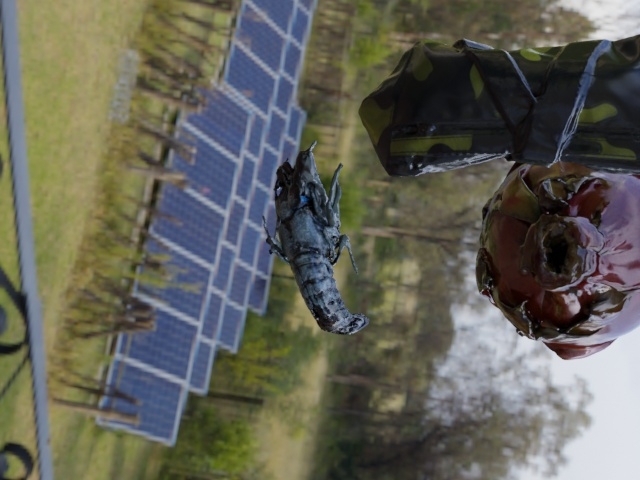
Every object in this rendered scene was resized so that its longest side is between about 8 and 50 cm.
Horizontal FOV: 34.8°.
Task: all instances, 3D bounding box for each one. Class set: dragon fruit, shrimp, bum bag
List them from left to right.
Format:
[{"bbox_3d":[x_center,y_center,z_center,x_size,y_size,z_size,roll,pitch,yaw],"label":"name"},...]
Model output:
[{"bbox_3d":[-0.002,0.002,0.904,0.076,0.082,0.174,-13,86,-63],"label":"shrimp"},{"bbox_3d":[0.141,-0.089,0.695,0.060,0.233,0.106,54,42,-72],"label":"bum bag"},{"bbox_3d":[0.283,0.004,1.130,0.315,0.250,0.250,59,38,-66],"label":"dragon fruit"}]
